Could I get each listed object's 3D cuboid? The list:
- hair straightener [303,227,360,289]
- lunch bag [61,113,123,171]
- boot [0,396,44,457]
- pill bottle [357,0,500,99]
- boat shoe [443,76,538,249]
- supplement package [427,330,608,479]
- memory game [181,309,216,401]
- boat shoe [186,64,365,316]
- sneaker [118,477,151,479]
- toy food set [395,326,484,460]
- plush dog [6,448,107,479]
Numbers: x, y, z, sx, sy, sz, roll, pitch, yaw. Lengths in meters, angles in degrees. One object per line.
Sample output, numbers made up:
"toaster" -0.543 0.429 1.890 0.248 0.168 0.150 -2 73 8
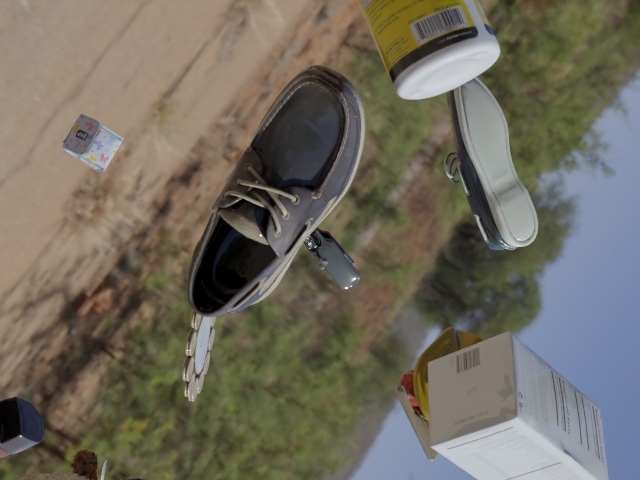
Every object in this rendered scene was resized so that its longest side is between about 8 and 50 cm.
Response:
"hair straightener" 0.000 0.000 1.795 0.047 0.230 0.089 -30 -141 5
"lunch bag" -0.391 -0.167 1.966 0.071 0.083 0.053 -60 -158 -11
"boot" -0.563 0.256 1.564 0.280 0.096 0.264 -20 153 11
"pill bottle" 0.097 -0.265 1.217 0.119 0.208 0.119 -21 169 -4
"boat shoe" 0.228 -0.107 1.618 0.095 0.254 0.079 -29 -171 -35
"supplement package" 0.270 0.253 1.564 0.139 0.244 0.134 -25 -136 31
"memory game" -0.179 0.147 1.709 0.186 0.012 0.186 8 90 -85
"boat shoe" -0.056 -0.039 1.363 0.355 0.132 0.130 -64 175 30
"sneaker" -0.273 0.572 2.202 0.125 0.341 0.140 -58 164 -36
"toy food set" 0.168 0.216 1.676 0.071 0.128 0.218 -25 -171 48
"plush dog" -0.387 0.356 1.419 0.262 0.225 0.211 122 -33 -55
